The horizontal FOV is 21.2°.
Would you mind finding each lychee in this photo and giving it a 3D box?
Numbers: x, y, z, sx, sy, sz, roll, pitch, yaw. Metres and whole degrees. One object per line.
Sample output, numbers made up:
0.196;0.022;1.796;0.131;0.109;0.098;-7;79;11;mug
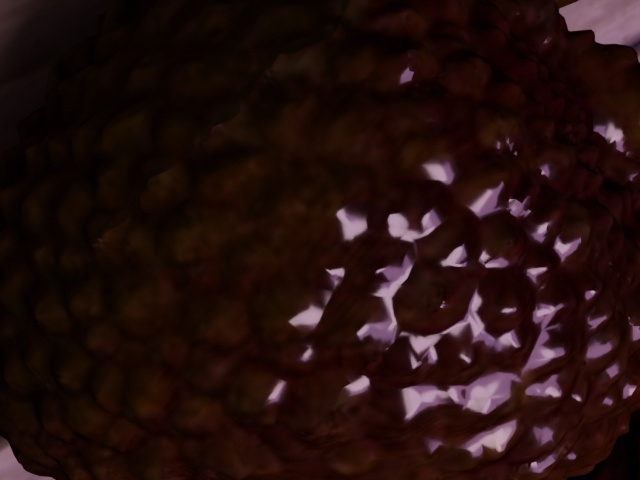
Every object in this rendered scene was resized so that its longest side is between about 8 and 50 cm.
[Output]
0.000;0.000;0.610;0.271;0.236;0.236;-23;143;7;lychee

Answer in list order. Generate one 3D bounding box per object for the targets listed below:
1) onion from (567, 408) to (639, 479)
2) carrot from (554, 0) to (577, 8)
0.089;0.166;0.911;0.314;0.146;0.280;-13;126;-34;onion
0.136;-0.156;0.741;0.260;0.070;0.070;-31;140;-21;carrot
